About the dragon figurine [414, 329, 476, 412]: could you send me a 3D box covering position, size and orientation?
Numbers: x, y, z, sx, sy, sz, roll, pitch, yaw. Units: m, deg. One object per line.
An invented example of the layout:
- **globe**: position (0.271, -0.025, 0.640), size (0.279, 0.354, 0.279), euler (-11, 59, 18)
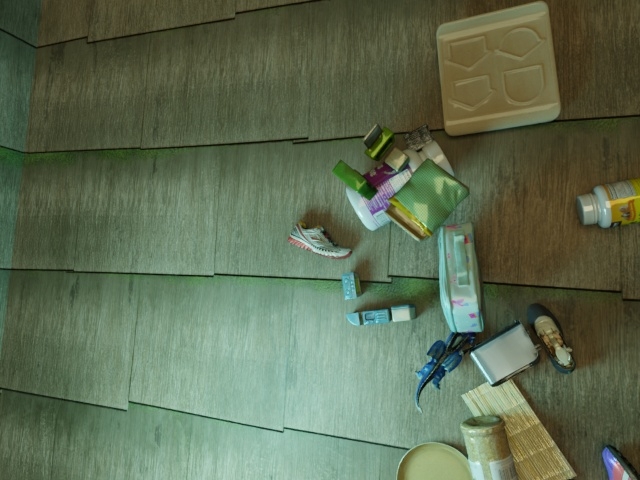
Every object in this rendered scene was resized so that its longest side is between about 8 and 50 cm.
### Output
- **dragon figurine**: position (0.337, 0.338, 1.315), size (0.085, 0.289, 0.144), euler (36, 134, 22)

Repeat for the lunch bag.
- **lunch bag**: position (0.383, 0.095, 1.288), size (0.107, 0.224, 0.279), euler (-8, 57, 20)

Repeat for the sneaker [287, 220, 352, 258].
- **sneaker**: position (0.000, 0.000, 1.535), size (0.225, 0.088, 0.093), euler (21, 90, 20)

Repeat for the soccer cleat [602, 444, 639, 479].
- **soccer cleat**: position (0.784, 0.677, 1.168), size (0.116, 0.108, 0.318), euler (-32, 77, 17)

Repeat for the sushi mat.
- **sushi mat**: position (0.547, 0.540, 1.312), size (0.151, 0.019, 0.317), euler (-35, 73, 12)

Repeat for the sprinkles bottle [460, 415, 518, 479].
- **sprinkles bottle**: position (0.474, 0.663, 1.258), size (0.121, 0.121, 0.356), euler (-14, 83, 18)

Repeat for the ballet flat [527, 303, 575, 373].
- **ballet flat**: position (0.635, 0.266, 1.287), size (0.074, 0.074, 0.203), euler (-26, 75, 15)

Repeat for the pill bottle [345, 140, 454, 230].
- **pill bottle**: position (0.242, -0.171, 1.426), size (0.301, 0.169, 0.169), euler (-30, 75, 13)

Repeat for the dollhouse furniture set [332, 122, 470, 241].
- **dollhouse furniture set**: position (0.219, -0.158, 1.260), size (0.301, 0.151, 0.198), euler (41, 98, 20)

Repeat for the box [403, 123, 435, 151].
- **box**: position (0.314, -0.323, 1.499), size (0.083, 0.018, 0.067), euler (-26, 76, 15)

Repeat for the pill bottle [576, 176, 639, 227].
- **pill bottle**: position (0.805, -0.100, 1.245), size (0.214, 0.117, 0.117), euler (-11, 80, 18)

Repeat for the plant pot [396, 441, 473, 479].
- **plant pot**: position (0.339, 0.703, 1.359), size (0.236, 0.032, 0.237), euler (-2, 84, 19)

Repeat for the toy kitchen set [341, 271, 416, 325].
- **toy kitchen set**: position (0.171, 0.169, 1.435), size (0.207, 0.122, 0.166), euler (-10, 80, 18)

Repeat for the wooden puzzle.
- **wooden puzzle**: position (0.528, -0.505, 1.419), size (0.321, 0.080, 0.348), euler (-6, 86, 19)

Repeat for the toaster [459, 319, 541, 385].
- **toaster**: position (0.496, 0.310, 1.271), size (0.185, 0.168, 0.110), euler (-35, 60, 12)
